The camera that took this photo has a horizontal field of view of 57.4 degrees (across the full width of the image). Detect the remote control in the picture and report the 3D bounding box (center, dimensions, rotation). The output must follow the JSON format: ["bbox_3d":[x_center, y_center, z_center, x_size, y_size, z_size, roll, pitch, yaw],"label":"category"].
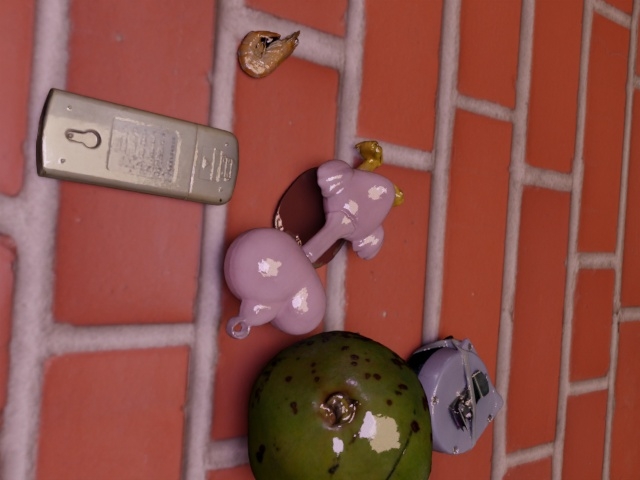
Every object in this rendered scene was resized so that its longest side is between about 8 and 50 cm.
[{"bbox_3d":[-0.208,-0.104,0.694,0.234,0.038,0.098,8,87,-35],"label":"remote control"}]

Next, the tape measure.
[{"bbox_3d":[0.213,0.264,0.977,0.181,0.107,0.182,-47,120,-33],"label":"tape measure"}]

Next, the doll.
[{"bbox_3d":[0.000,0.000,0.795,0.365,0.094,0.160,-45,117,-31],"label":"doll"}]

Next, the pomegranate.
[{"bbox_3d":[0.024,0.254,0.763,0.254,0.254,0.270,-40,156,-28],"label":"pomegranate"}]

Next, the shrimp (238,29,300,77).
[{"bbox_3d":[-0.071,-0.266,0.799,0.059,0.023,0.108,47,65,-18],"label":"shrimp"}]

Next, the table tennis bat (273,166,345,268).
[{"bbox_3d":[-0.027,-0.004,0.843,0.131,0.022,0.234,49,63,-28],"label":"table tennis bat"}]
